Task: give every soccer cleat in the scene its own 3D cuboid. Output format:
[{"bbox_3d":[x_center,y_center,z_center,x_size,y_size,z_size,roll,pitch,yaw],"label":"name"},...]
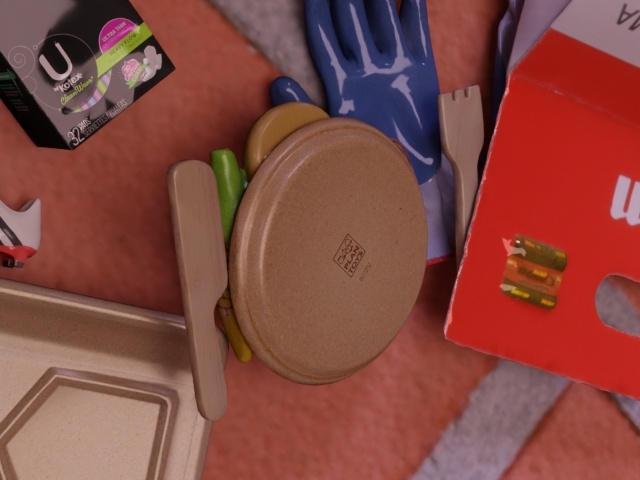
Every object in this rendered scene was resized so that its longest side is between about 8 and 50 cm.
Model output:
[{"bbox_3d":[-0.159,-0.013,0.757,0.083,0.029,0.035,18,79,-30],"label":"soccer cleat"}]

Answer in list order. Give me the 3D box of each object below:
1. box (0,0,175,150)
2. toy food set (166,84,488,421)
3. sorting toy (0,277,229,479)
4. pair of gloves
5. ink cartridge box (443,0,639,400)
[{"bbox_3d":[-0.116,-0.089,0.755,0.062,0.052,0.083,-41,110,-18],"label":"box"},{"bbox_3d":[0.000,0.000,0.804,0.192,0.038,0.132,-17,109,-41],"label":"toy food set"},{"bbox_3d":[-0.205,0.117,0.745,0.307,0.041,0.229,13,89,-20],"label":"sorting toy"},{"bbox_3d":[0.069,-0.069,0.865,0.198,0.023,0.159,-16,102,-23],"label":"pair of gloves"},{"bbox_3d":[0.248,-0.094,0.896,0.308,0.091,0.385,18,85,-33],"label":"ink cartridge box"}]
